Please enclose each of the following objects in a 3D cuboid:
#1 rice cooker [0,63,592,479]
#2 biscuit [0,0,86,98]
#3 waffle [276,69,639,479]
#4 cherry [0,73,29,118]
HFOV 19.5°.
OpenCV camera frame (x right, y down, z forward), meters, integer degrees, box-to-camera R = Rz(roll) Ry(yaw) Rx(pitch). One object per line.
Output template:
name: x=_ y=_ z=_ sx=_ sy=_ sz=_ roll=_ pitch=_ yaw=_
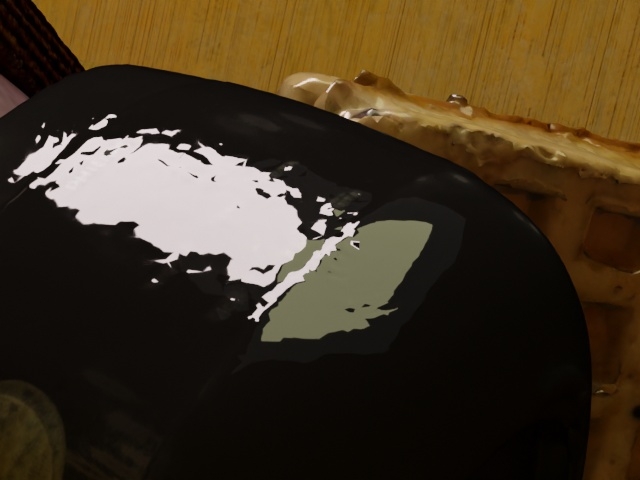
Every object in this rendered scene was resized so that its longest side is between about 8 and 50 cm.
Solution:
rice cooker: x=-0.032 y=0.079 z=0.682 sx=0.224 sy=0.267 sz=0.267 roll=25 pitch=14 yaw=25
biscuit: x=-0.245 y=-0.111 z=1.495 sx=0.107 sy=0.073 sz=0.388 roll=-8 pitch=-20 yaw=10
waffle: x=0.131 y=0.068 z=0.944 sx=0.376 sy=0.261 sz=0.114 roll=9 pitch=7 yaw=-23
cherry: x=-0.177 y=0.033 z=0.836 sx=0.239 sy=0.206 sz=0.239 roll=32 pitch=33 yaw=-25
